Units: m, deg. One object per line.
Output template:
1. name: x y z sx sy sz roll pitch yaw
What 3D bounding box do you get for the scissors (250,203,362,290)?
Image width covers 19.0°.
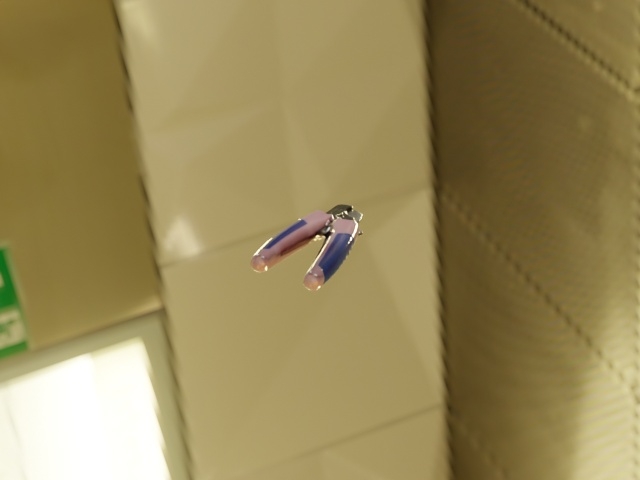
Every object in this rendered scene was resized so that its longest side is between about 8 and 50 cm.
1. scissors: 0.000 0.000 0.974 0.113 0.039 0.012 -41 147 -64
